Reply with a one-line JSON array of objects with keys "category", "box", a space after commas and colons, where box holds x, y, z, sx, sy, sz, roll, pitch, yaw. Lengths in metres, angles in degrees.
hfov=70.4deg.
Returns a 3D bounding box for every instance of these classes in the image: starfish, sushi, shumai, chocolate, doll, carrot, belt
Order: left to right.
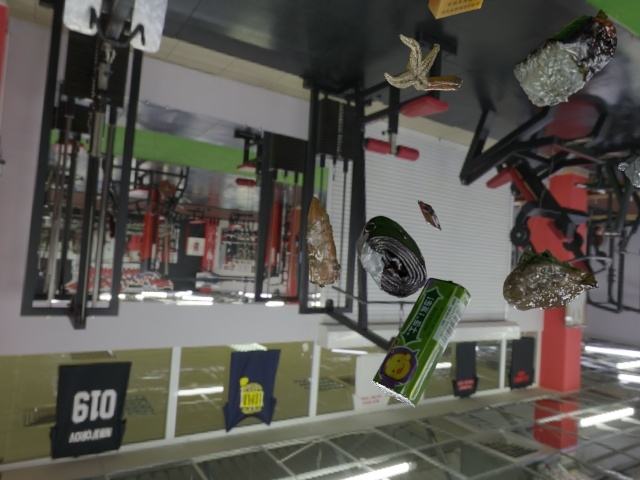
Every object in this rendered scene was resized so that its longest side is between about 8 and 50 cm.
[{"category": "carrot", "box": [0.000, 0.000, 1.330, 0.101, 0.263, 0.102, -6, -165, 2]}, {"category": "belt", "box": [0.237, 0.049, 1.529, 0.184, 0.164, 0.289, -28, 121, 21]}, {"category": "starfish", "box": [0.269, -0.498, 1.281, 0.050, 0.138, 0.247, 22, -156, 33]}, {"category": "chocolate", "box": [0.450, -0.103, 1.866, 0.086, 0.028, 0.182, 32, 170, 42]}, {"category": "carrot", "box": [0.493, -0.651, 1.875, 0.186, 0.060, 0.060, 9, 180, 26]}, {"category": "shumai", "box": [0.624, 0.083, 1.278, 0.183, 0.186, 0.218, 11, 147, -14]}, {"category": "sushi", "box": [0.723, -0.518, 1.348, 0.181, 0.197, 0.343, -29, -179, 3]}, {"category": "doll", "box": [0.618, -0.109, 0.792, 0.180, 0.079, 0.094, 35, 169, 47]}]

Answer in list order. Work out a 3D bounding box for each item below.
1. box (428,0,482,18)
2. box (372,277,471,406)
[{"category": "box", "box": [0.403, -0.752, 1.262, 0.152, 0.070, 0.237, -17, 158, -8]}, {"category": "box", "box": [0.282, 0.269, 1.247, 0.134, 0.346, 0.097, 11, 151, 47]}]
